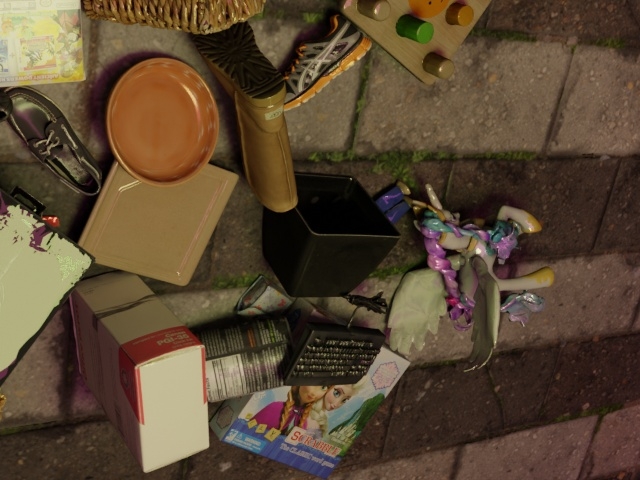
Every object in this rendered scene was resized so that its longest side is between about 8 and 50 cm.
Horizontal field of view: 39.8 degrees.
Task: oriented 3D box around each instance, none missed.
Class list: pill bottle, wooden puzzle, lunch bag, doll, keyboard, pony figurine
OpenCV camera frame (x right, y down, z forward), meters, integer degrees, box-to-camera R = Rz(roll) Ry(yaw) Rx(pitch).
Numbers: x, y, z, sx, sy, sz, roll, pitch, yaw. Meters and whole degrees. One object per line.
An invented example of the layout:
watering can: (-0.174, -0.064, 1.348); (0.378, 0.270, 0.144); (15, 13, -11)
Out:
pill bottle: (-0.170, 0.221, 1.605); (0.245, 0.130, 0.130); (-11, 121, -8)
wooden puzzle: (-0.273, -0.047, 1.475); (0.238, 0.044, 0.221); (17, 104, -42)
lunch bag: (-0.107, 0.120, 1.660); (0.083, 0.053, 0.071); (-45, 129, 8)
doll: (0.099, -0.029, 1.714); (0.189, 0.046, 0.129); (-37, 128, -11)
keyboard: (0.049, 0.183, 1.648); (0.317, 0.033, 0.201); (15, 100, -62)
pony figurine: (0.307, 0.075, 1.787); (0.363, 0.303, 0.351); (6, 88, -38)

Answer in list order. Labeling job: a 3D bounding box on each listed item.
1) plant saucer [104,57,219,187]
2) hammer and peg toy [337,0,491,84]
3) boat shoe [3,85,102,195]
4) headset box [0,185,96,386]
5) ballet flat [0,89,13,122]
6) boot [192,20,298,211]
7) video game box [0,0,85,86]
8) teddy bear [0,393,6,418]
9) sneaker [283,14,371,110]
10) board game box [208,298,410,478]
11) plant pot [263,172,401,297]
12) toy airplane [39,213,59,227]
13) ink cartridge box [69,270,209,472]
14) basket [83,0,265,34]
plant saucer: (-0.250, -0.184, 1.381); (0.200, 0.037, 0.200); (-7, 101, -40)
hammer and peg toy: (0.150, -0.455, 1.464); (0.361, 0.127, 0.266); (32, 95, -40)
boat shoe: (-0.396, -0.146, 1.322); (0.075, 0.065, 0.206); (-39, 128, -6)
headset box: (-0.502, 0.047, 1.263); (0.246, 0.131, 0.283); (43, 75, -30)
ballet flat: (-0.516, -0.172, 1.231); (0.173, 0.049, 0.057); (-19, 126, -5)
boot: (-0.120, -0.203, 1.426); (0.089, 0.236, 0.269); (-24, 149, -12)
video game box: (-0.435, -0.308, 1.223); (0.205, 0.048, 0.187); (-10, 117, -28)
teddy bear: (-0.636, 0.238, 1.349); (0.245, 0.113, 0.338); (-33, 128, -16)
sneaker: (-0.018, -0.292, 1.486); (0.215, 0.084, 0.083); (-41, 105, -5)
board game box: (-0.014, 0.310, 1.811); (0.318, 0.066, 0.318); (31, 95, -39)
plant pot: (0.000, 0.000, 1.591); (0.188, 0.187, 0.167); (1, 127, -33)
toy airplane: (-0.457, 0.017, 1.396); (0.151, 0.028, 0.151); (-11, 118, -21)
ink cartridge box: (-0.296, 0.199, 1.433); (0.117, 0.283, 0.207); (-16, 122, -29)
basket: (-0.205, -0.466, 1.256); (0.213, 0.223, 0.299); (-43, 139, -50)
